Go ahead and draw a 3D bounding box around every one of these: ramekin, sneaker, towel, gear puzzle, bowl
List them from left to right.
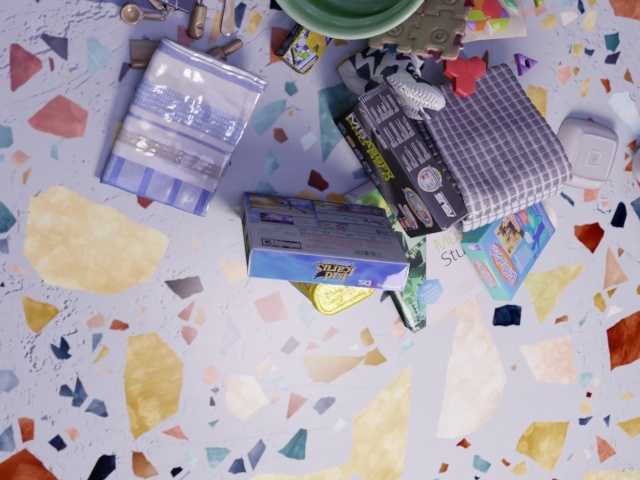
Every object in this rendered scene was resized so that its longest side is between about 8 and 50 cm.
[{"bbox_3d":[-0.235,-0.191,1.798,0.209,0.034,0.285,20,105,-25],"label":"towel"},{"bbox_3d":[0.061,-0.488,1.696,0.303,0.148,0.303,4,106,14],"label":"ramekin"},{"bbox_3d":[0.160,-0.310,1.849,0.153,0.235,0.094,-47,130,-17],"label":"sneaker"},{"bbox_3d":[0.199,-0.462,1.831,0.044,0.175,0.339,64,40,-64],"label":"gear puzzle"},{"bbox_3d":[0.298,-0.182,1.915,0.235,0.121,0.283,-23,71,-14],"label":"towel"},{"bbox_3d":[0.549,-0.175,2.135,0.142,0.053,0.142,11,100,-25],"label":"bowl"}]

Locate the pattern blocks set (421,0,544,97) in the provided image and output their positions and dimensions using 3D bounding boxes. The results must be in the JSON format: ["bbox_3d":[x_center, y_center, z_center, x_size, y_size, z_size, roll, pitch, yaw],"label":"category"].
[{"bbox_3d":[0.299,-0.449,1.901,0.285,0.026,0.324,-23,91,-17],"label":"pattern blocks set"}]

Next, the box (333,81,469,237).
[{"bbox_3d":[0.137,-0.135,1.842,0.060,0.216,0.270,-34,94,-10],"label":"box"}]

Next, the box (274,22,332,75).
[{"bbox_3d":[-0.006,-0.380,1.845,0.059,0.054,0.169,35,91,-26],"label":"box"}]

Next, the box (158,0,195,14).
[{"bbox_3d":[-0.244,-0.424,1.730,0.083,0.018,0.067,21,97,-16],"label":"box"}]

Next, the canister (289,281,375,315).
[{"bbox_3d":[0.015,0.065,1.920,0.126,0.170,0.073,-27,114,-13],"label":"canister"}]

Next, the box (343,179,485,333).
[{"bbox_3d":[0.210,-0.007,2.042,0.232,0.058,0.322,-32,113,-11],"label":"box"}]

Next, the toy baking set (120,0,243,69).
[{"bbox_3d":[-0.221,-0.380,1.770,0.256,0.030,0.196,-28,114,-13],"label":"toy baking set"}]

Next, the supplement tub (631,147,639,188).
[{"bbox_3d":[0.787,-0.089,2.180,0.191,0.191,0.272,-36,115,-9],"label":"supplement tub"}]

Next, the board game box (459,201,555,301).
[{"bbox_3d":[0.376,-0.008,2.068,0.210,0.047,0.160,-51,123,-30],"label":"board game box"}]

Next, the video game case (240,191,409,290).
[{"bbox_3d":[0.000,0.000,1.823,0.270,0.244,0.061,6,114,-10],"label":"video game case"}]
